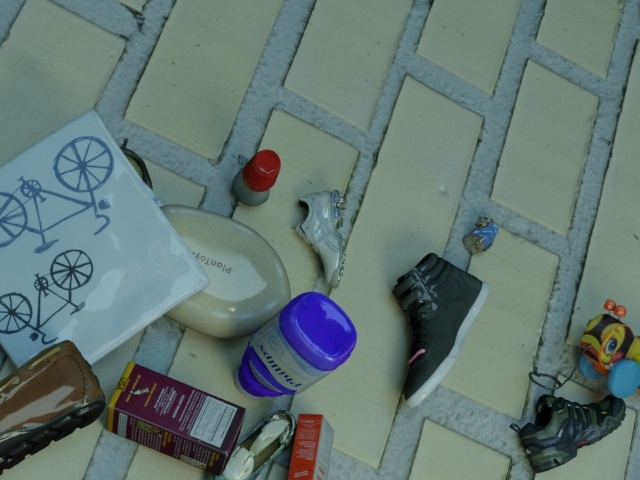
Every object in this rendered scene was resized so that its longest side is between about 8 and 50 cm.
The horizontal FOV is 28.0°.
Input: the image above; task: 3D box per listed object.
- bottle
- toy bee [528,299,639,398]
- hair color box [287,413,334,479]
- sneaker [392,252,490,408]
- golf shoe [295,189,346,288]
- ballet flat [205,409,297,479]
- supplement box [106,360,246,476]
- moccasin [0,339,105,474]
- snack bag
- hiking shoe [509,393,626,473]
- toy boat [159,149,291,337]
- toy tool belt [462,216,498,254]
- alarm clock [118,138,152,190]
[{"bbox_3d":[-0.050,0.170,1.914,0.118,0.283,0.092,47,57,-2],"label":"bottle"},{"bbox_3d":[0.520,0.190,2.224,0.195,0.162,0.298,27,16,32],"label":"toy bee"},{"bbox_3d":[-0.016,0.346,1.975,0.043,0.072,0.141,-1,61,18],"label":"hair color box"},{"bbox_3d":[0.167,0.142,2.143,0.147,0.104,0.295,36,52,-5],"label":"sneaker"},{"bbox_3d":[0.000,0.000,2.155,0.086,0.069,0.176,-1,65,-4],"label":"golf shoe"},{"bbox_3d":[-0.106,0.322,1.950,0.070,0.070,0.188,48,55,0],"label":"ballet flat"},{"bbox_3d":[-0.212,0.262,1.878,0.188,0.104,0.080,22,60,2],"label":"supplement box"},{"bbox_3d":[-0.485,0.256,1.741,0.380,0.139,0.147,-31,72,-14],"label":"moccasin"},{"bbox_3d":[-0.373,0.018,1.900,0.323,0.037,0.342,-36,82,-13],"label":"snack bag"},{"bbox_3d":[0.432,0.303,2.204,0.227,0.086,0.114,-27,84,-32],"label":"hiking shoe"},{"bbox_3d":[-0.149,0.003,2.039,0.267,0.148,0.318,28,67,-6],"label":"toy boat"},{"bbox_3d":[0.296,-0.015,2.298,0.052,0.051,0.083,44,57,-3],"label":"toy tool belt"},{"bbox_3d":[-0.322,-0.065,1.990,0.129,0.064,0.192,-20,56,-6],"label":"alarm clock"}]
